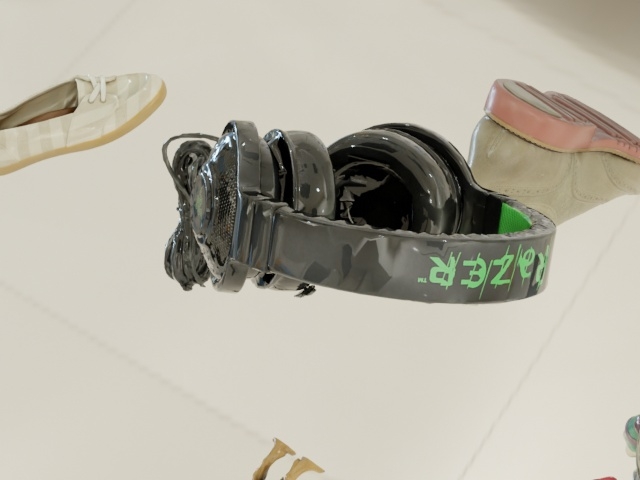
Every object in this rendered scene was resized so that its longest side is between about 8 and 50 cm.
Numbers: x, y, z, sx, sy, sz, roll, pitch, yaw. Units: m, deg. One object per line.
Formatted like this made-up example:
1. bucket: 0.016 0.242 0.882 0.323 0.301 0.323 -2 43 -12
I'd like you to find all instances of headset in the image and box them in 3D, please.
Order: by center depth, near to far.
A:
1. headset: 0.000 0.000 1.388 0.243 0.185 0.394 -2 17 -39

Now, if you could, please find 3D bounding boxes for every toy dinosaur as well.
1. toy dinosaur: -0.055 0.250 1.736 0.064 0.211 0.112 34 81 12

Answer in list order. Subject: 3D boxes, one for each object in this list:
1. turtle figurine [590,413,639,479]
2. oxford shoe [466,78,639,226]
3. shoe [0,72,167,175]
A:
1. turtle figurine: 0.311 0.156 1.446 0.175 0.234 0.118 20 8 36
2. oxford shoe: 0.239 -0.074 1.813 0.123 0.130 0.348 37 15 32
3. shoe: -0.270 -0.133 1.904 0.219 0.058 0.076 -22 41 0
